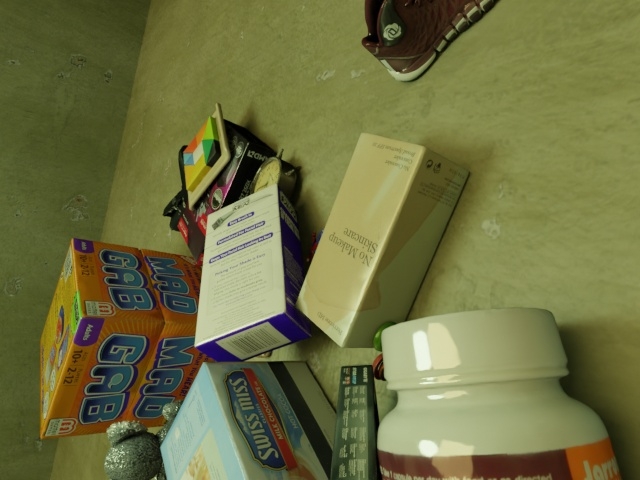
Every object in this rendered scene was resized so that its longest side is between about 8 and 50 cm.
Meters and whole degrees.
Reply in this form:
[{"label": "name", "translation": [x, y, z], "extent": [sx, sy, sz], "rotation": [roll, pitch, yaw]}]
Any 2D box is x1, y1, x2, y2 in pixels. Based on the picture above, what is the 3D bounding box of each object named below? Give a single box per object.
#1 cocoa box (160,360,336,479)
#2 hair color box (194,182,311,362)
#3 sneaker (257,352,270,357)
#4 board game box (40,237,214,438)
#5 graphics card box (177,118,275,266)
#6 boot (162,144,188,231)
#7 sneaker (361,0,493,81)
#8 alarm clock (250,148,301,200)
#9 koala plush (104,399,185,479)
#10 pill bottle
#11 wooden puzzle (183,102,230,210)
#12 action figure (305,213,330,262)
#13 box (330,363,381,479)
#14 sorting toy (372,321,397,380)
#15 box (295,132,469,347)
[{"label": "cocoa box", "translation": [-0.089, 0.401, 0.674], "extent": [0.231, 0.227, 0.347], "rotation": [-61, 42, 18]}, {"label": "hair color box", "translation": [-0.134, 0.057, 0.823], "extent": [0.185, 0.110, 0.339], "rotation": [-23, 47, 14]}, {"label": "sneaker", "translation": [-0.158, 0.239, 0.960], "extent": [0.118, 0.067, 0.042], "rotation": [16, 89, 21]}, {"label": "board game box", "translation": [-0.529, 0.258, 1.138], "extent": [0.356, 0.356, 0.356], "rotation": [44, 113, 46]}, {"label": "graphics card box", "translation": [-0.278, -0.134, 1.163], "extent": [0.233, 0.094, 0.371], "rotation": [46, 113, 47]}, {"label": "boot", "translation": [-0.472, -0.176, 1.402], "extent": [0.207, 0.094, 0.247], "rotation": [-41, 57, 30]}, {"label": "sneaker", "translation": [0.174, -0.396, 0.644], "extent": [0.281, 0.162, 0.106], "rotation": [-48, 47, 30]}, {"label": "alarm clock", "translation": [-0.122, -0.116, 0.985], "extent": [0.192, 0.064, 0.129], "rotation": [-49, 40, 20]}, {"label": "koala plush", "translation": [-0.369, 0.476, 0.918], "extent": [0.203, 0.221, 0.196], "rotation": [-10, 71, 48]}, {"label": "pill bottle", "translation": [0.177, 0.278, 0.400], "extent": [0.224, 0.224, 0.392], "rotation": [-25, 61, 44]}, {"label": "wooden puzzle", "translation": [-0.330, -0.236, 1.146], "extent": [0.239, 0.044, 0.221], "rotation": [-46, 47, 33]}, {"label": "action figure", "translation": [0.000, 0.000, 0.845], "extent": [0.038, 0.030, 0.115], "rotation": [50, 119, 39]}, {"label": "box", "translation": [0.055, 0.295, 0.525], "extent": [0.220, 0.051, 0.175], "rotation": [-70, -28, -74]}, {"label": "sorting toy", "translation": [0.114, 0.177, 0.632], "extent": [0.042, 0.061, 0.102], "rotation": [32, 127, 49]}, {"label": "box", "translation": [0.091, 0.004, 0.659], "extent": [0.148, 0.121, 0.311], "rotation": [29, 102, 49]}]
